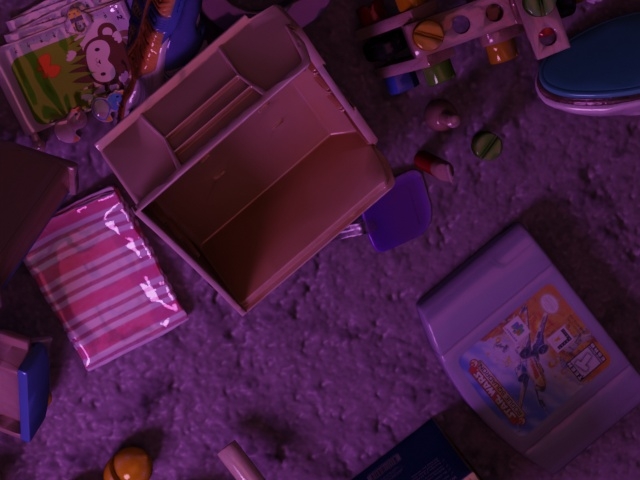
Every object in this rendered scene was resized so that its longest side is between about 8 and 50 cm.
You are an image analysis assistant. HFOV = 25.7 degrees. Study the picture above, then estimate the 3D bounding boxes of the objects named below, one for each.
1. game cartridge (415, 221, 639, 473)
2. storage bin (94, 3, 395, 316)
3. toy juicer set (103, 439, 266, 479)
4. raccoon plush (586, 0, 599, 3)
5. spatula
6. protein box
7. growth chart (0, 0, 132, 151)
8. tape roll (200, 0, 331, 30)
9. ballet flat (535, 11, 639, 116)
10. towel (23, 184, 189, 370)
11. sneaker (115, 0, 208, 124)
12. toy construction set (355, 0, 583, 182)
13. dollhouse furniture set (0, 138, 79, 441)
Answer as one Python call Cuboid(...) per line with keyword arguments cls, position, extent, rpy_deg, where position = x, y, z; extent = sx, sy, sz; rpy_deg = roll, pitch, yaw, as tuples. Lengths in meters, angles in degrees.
Cuboid(cls="game cartridge", position=(0.267, 0.149, 1.795), extent=(0.198, 0.062, 0.297), rpy_deg=(-41, 105, -4))
Cuboid(cls="storage bin", position=(-0.073, -0.089, 1.586), extent=(0.260, 0.123, 0.262), rpy_deg=(-40, 143, 0))
Cuboid(cls="toy juicer set", position=(-0.181, 0.349, 1.752), extent=(0.328, 0.089, 0.209), rpy_deg=(-17, 85, -4))
Cuboid(cls="raccoon plush", position=(0.534, -0.393, 1.584), extent=(0.446, 0.299, 0.216), rpy_deg=(-46, 107, -6))
Cuboid(cls="spatula", position=(0.000, 0.000, 1.731), extent=(0.296, 0.030, 0.084), rpy_deg=(-20, 106, -5))
Cuboid(cls="protein box", position=(0.122, 0.357, 1.733), extent=(0.199, 0.201, 0.136), rpy_deg=(-38, 105, -1))
Cuboid(cls="growth chart", position=(-0.273, -0.224, 1.648), extent=(0.237, 0.021, 0.172), rpy_deg=(-33, 105, -1))
Cuboid(cls="tape roll", position=(-0.072, -0.329, 1.630), extent=(0.188, 0.080, 0.189), rpy_deg=(-2, 100, -9))
Cuboid(cls="ballet flat", position=(0.464, -0.229, 1.702), extent=(0.400, 0.139, 0.139), rpy_deg=(-23, 105, 15))
Cuboid(cls="towel", position=(-0.265, 0.048, 1.698), extent=(0.144, 0.029, 0.197), rpy_deg=(-28, 104, -2))
Cuboid(cls="sneaker", position=(-0.155, -0.195, 1.609), extent=(0.130, 0.112, 0.297), rpy_deg=(1, 128, -19))
Cuboid(cls="toy construction set", position=(0.175, -0.217, 1.611), extent=(0.257, 0.237, 0.309), rpy_deg=(4, 101, -10))
Cuboid(cls="dollhouse furniture set", position=(-0.428, 0.047, 1.642), extent=(0.286, 0.198, 0.303), rpy_deg=(18, 136, 9))
